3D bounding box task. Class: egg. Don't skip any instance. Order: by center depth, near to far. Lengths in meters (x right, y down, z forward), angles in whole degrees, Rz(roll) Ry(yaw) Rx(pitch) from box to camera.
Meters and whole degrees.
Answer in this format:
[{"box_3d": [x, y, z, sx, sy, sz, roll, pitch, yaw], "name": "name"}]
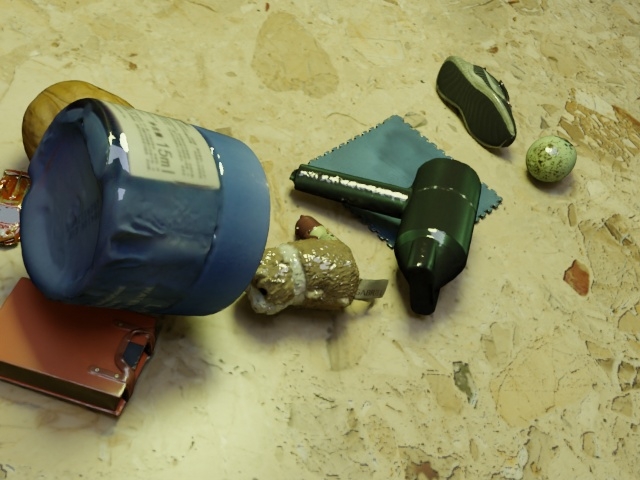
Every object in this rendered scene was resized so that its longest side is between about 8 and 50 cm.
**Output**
[{"box_3d": [0.424, -0.150, 1.463, 0.110, 0.085, 0.085, -19, 58, -34], "name": "egg"}]

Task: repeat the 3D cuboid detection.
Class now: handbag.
[{"box_3d": [-0.310, 0.130, 0.993, 0.190, 0.062, 0.127, 16, 46, 1], "name": "handbag"}]

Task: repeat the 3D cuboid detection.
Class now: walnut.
[{"box_3d": [-0.332, -0.137, 1.154, 0.207, 0.167, 0.167, 39, 49, 14], "name": "walnut"}]

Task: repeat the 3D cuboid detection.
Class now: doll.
[{"box_3d": [-0.004, 0.053, 1.122, 0.221, 0.105, 0.114, 5, 75, -15], "name": "doll"}]

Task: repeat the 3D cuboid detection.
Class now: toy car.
[{"box_3d": [-0.435, -0.046, 1.121, 0.059, 0.035, 0.121, 12, 45, -13], "name": "toy car"}]

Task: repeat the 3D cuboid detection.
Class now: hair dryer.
[{"box_3d": [0.083, -0.032, 1.234, 0.303, 0.116, 0.244, 14, 46, 9], "name": "hair dryer"}]

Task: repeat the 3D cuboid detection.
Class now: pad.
[{"box_3d": [0.146, -0.097, 1.375, 0.269, 0.012, 0.270, -31, 65, -37], "name": "pad"}]

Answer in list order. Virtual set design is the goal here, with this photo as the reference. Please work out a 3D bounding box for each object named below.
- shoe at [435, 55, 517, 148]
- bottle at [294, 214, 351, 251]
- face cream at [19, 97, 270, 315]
[{"box_3d": [0.320, -0.270, 1.534, 0.112, 0.099, 0.227, -11, 53, -35], "name": "shoe"}, {"box_3d": [0.000, -0.001, 1.216, 0.047, 0.063, 0.101, -41, 65, -8], "name": "bottle"}, {"box_3d": [-0.223, -0.035, 0.992, 0.225, 0.249, 0.249, 12, 41, -43], "name": "face cream"}]
